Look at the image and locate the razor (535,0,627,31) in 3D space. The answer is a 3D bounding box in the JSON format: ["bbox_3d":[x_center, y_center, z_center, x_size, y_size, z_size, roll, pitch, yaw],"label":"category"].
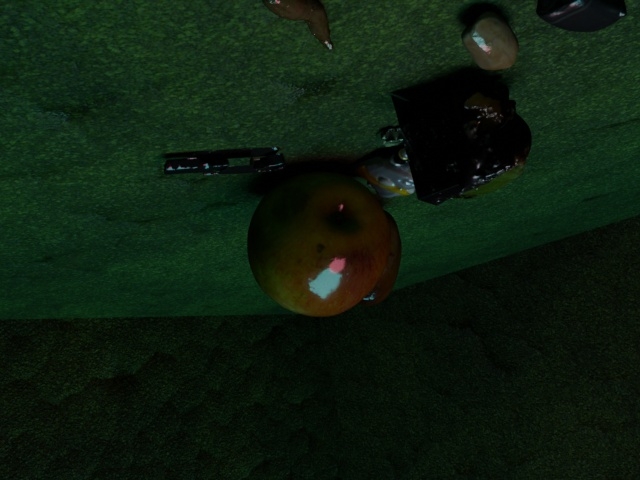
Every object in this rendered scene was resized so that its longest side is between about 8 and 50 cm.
[{"bbox_3d":[0.409,-0.362,1.313,0.148,0.054,0.090,1,166,-42],"label":"razor"}]

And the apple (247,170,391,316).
[{"bbox_3d":[0.000,0.000,1.935,0.339,0.340,0.339,-11,167,-2],"label":"apple"}]

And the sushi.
[{"bbox_3d":[0.288,-0.190,1.593,0.212,0.216,0.227,-19,165,30],"label":"sushi"}]

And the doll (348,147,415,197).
[{"bbox_3d":[0.190,-0.157,1.885,0.145,0.103,0.316,-11,173,-27],"label":"doll"}]

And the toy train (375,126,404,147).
[{"bbox_3d":[0.161,-0.218,1.773,0.083,0.033,0.053,-7,172,-20],"label":"toy train"}]

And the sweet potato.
[{"bbox_3d":[-0.024,-0.315,1.162,0.050,0.050,0.214,-17,170,22],"label":"sweet potato"}]

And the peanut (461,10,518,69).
[{"bbox_3d":[0.270,-0.318,1.342,0.076,0.076,0.152,-17,161,25],"label":"peanut"}]

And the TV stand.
[{"bbox_3d":[-0.193,-0.158,1.705,0.249,0.042,0.036,-6,169,-23],"label":"TV stand"}]

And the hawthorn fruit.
[{"bbox_3d":[0.096,0.057,2.308,0.267,0.301,0.268,7,173,1],"label":"hawthorn fruit"}]

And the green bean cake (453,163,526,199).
[{"bbox_3d":[0.349,-0.172,1.956,0.214,0.113,0.200,-4,166,-26],"label":"green bean cake"}]
